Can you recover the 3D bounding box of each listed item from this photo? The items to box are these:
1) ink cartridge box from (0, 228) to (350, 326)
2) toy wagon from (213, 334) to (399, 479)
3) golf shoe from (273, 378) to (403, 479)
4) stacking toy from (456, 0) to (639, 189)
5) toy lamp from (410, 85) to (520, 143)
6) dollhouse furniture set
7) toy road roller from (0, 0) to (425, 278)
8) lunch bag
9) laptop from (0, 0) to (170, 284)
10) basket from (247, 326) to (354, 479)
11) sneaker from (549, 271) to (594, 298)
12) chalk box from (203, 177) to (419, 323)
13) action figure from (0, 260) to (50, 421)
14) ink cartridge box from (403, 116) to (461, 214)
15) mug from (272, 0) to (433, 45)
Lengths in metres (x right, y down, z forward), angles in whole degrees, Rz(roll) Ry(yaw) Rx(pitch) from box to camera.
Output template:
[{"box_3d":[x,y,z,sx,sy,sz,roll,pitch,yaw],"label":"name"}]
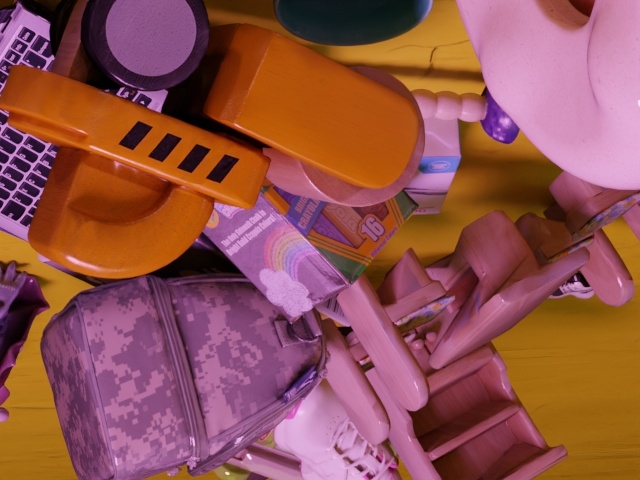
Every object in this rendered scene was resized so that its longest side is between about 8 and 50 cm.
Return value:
[{"box_3d":[-0.168,0.040,1.950,0.307,0.072,0.303,-9,156,33],"label":"ink cartridge box"},{"box_3d":[-0.046,0.201,2.170,0.344,0.068,0.267,22,116,-15],"label":"toy wagon"},{"box_3d":[0.034,0.244,2.020,0.140,0.115,0.306,28,164,25],"label":"golf shoe"},{"box_3d":[0.348,-0.260,1.196,0.479,0.351,0.351,-18,161,-16],"label":"stacking toy"},{"box_3d":[0.056,-0.132,1.628,0.274,0.080,0.080,2,157,-13],"label":"toy lamp"},{"box_3d":[0.194,0.136,1.884,0.362,0.256,0.394,-27,168,-24],"label":"dollhouse furniture set"},{"box_3d":[-0.104,-0.067,1.393,0.329,0.241,0.202,21,178,-19],"label":"toy road roller"},{"box_3d":[-0.145,0.145,1.834,0.256,0.213,0.305,-15,172,-18],"label":"lunch bag"},{"box_3d":[-0.332,-0.029,1.582,0.407,0.236,0.382,30,148,-14],"label":"laptop"},{"box_3d":[-0.025,0.200,2.300,0.226,0.204,0.154,-23,163,17],"label":"basket"},{"box_3d":[0.319,0.054,2.184,0.083,0.032,0.037,-1,144,-19],"label":"sneaker"},{"box_3d":[-0.037,-0.050,1.691,0.213,0.132,0.132,47,145,-6],"label":"chalk box"},{"box_3d":[-0.454,0.192,2.107,0.248,0.276,0.370,2,144,-28],"label":"action figure"},{"box_3d":[0.083,-0.074,1.792,0.104,0.060,0.180,-2,157,-6],"label":"ink cartridge box"},{"box_3d":[0.020,-0.235,1.351,0.129,0.097,0.158,-8,156,11],"label":"mug"}]
